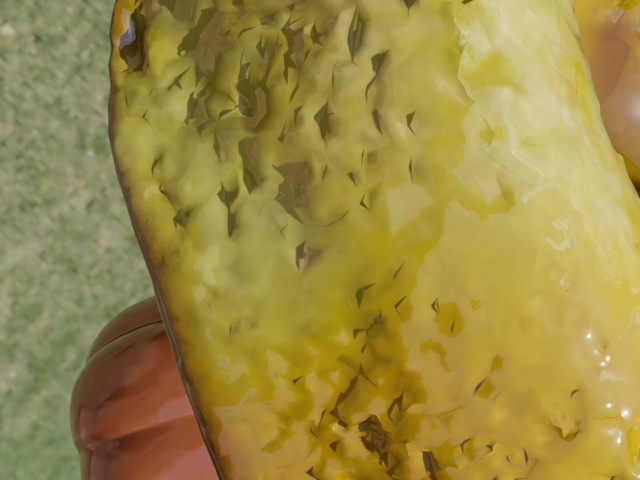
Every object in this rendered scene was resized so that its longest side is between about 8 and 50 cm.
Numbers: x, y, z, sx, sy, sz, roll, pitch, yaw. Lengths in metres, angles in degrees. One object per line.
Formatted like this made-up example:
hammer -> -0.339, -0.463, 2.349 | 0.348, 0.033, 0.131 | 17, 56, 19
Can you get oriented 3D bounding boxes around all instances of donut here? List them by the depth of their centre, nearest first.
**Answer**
donut -> 0.091, -0.034, 0.644 | 0.163, 0.377, 0.435 | -19, -137, 34

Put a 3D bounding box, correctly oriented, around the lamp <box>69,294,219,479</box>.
lamp -> -0.080, 0.124, 1.026 | 0.164, 0.187, 0.188 | -18, 170, 21
